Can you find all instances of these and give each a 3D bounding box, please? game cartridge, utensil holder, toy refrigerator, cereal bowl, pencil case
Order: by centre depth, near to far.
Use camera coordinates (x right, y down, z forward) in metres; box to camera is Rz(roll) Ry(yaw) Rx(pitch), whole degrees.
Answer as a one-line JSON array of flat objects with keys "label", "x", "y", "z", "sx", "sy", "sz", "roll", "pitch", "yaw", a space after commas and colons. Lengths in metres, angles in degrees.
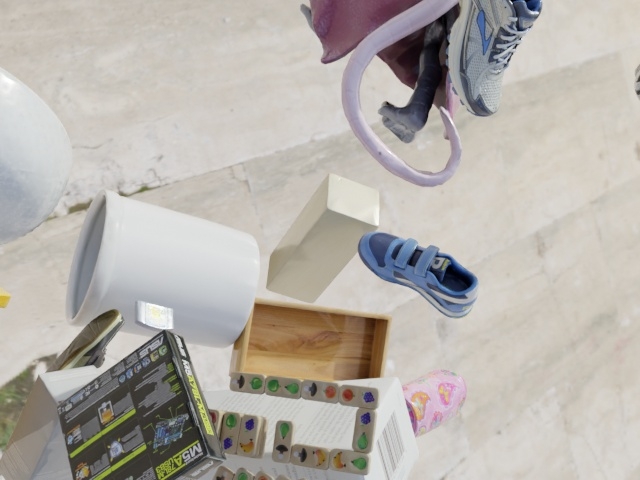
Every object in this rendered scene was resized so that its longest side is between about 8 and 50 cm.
[{"label": "cereal bowl", "x": -0.491, "y": -0.089, "z": 0.941, "sx": 0.339, "sy": 0.339, "sz": 0.141, "roll": 31, "pitch": 48, "yaw": -33}, {"label": "toy refrigerator", "x": 0.000, "y": 0.000, "z": 1.396, "sx": 0.102, "sy": 0.269, "sz": 0.094, "roll": 18, "pitch": 49, "yaw": -17}, {"label": "game cartridge", "x": -0.331, "y": 0.154, "z": 1.523, "sx": 0.083, "sy": 0.017, "sz": 0.056, "roll": 19, "pitch": 49, "yaw": -35}, {"label": "pencil case", "x": 0.229, "y": 0.373, "z": 1.743, "sx": 0.284, "sy": 0.124, "sz": 0.124, "roll": -7, "pitch": 90, "yaw": -56}, {"label": "utensil holder", "x": -0.384, "y": 0.084, "z": 1.858, "sx": 0.385, "sy": 0.327, "sz": 0.328, "roll": 17, "pitch": 75, "yaw": -26}]

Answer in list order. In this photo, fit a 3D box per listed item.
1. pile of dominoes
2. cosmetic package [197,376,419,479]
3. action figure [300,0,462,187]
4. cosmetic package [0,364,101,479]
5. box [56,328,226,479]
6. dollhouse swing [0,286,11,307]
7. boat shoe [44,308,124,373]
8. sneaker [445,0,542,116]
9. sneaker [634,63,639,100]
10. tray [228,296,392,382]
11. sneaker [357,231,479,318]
[{"label": "pile of dominoes", "x": -0.051, "y": 0.286, "z": 1.055, "sx": 0.040, "sy": 0.251, "sz": 0.196, "roll": 36, "pitch": 59, "yaw": -62}, {"label": "cosmetic package", "x": -0.088, "y": 0.367, "z": 1.290, "sx": 0.230, "sy": 0.452, "sz": 0.162, "roll": -40, "pitch": 118, "yaw": -60}, {"label": "action figure", "x": 0.133, "y": -0.274, "z": 0.628, "sx": 0.248, "sy": 0.370, "sz": 0.276, "roll": 38, "pitch": 30, "yaw": -18}, {"label": "cosmetic package", "x": -0.486, "y": 0.354, "z": 1.411, "sx": 0.127, "sy": 0.107, "sz": 0.238, "roll": 2, "pitch": 122, "yaw": -54}, {"label": "box", "x": -0.226, "y": 0.235, "z": 0.940, "sx": 0.045, "sy": 0.190, "sz": 0.184, "roll": 39, "pitch": 19, "yaw": -56}, {"label": "dollhouse swing", "x": -0.662, "y": 0.268, "z": 1.402, "sx": 0.347, "sy": 0.304, "sz": 0.315, "roll": -67, "pitch": 164, "yaw": -2}, {"label": "boat shoe", "x": -0.496, "y": 0.244, "z": 1.627, "sx": 0.223, "sy": 0.080, "sz": 0.073, "roll": -46, "pitch": 122, "yaw": -9}, {"label": "sneaker", "x": 0.126, "y": -0.153, "z": 0.545, "sx": 0.052, "sy": 0.058, "sz": 0.135, "roll": -31, "pitch": 124, "yaw": -44}, {"label": "sneaker", "x": 0.450, "y": -0.225, "z": 0.830, "sx": 0.086, "sy": 0.228, "sz": 0.132, "roll": 62, "pitch": 23, "yaw": -17}, {"label": "tray", "x": -0.019, "y": 0.266, "z": 1.951, "sx": 0.410, "sy": 0.076, "sz": 0.203, "roll": 10, "pitch": 86, "yaw": -28}, {"label": "sneaker", "x": 0.109, "y": 0.027, "z": 0.826, "sx": 0.144, "sy": 0.059, "sz": 0.053, "roll": 28, "pitch": 63, "yaw": 5}]
